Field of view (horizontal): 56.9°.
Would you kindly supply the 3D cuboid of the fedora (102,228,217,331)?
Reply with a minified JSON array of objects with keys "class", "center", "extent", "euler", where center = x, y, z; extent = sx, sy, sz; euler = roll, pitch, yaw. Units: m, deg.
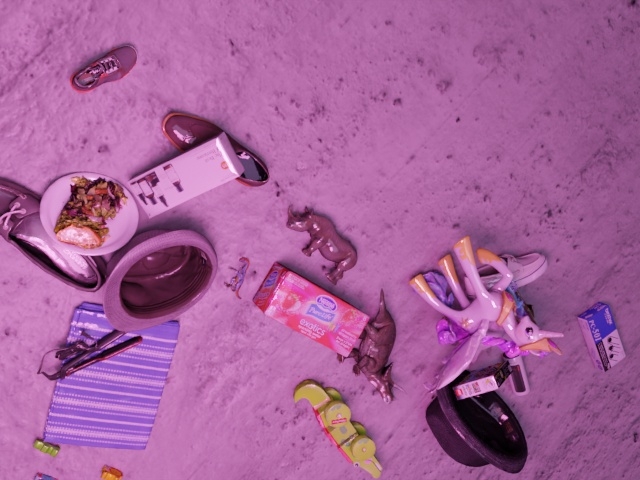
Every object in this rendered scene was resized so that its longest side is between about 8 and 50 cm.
[{"class":"fedora","center":[-0.370,0.065,1.310],"extent":[0.276,0.124,0.243],"euler":[-27,136,-28]}]

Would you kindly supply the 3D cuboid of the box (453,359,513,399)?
[{"class":"box","center":[0.440,0.374,1.591],"extent":[0.114,0.207,0.036],"euler":[-24,80,25]}]

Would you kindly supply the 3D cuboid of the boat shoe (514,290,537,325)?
[{"class":"boat shoe","center":[0.602,0.227,1.744],"extent":[0.095,0.095,0.257],"euler":[-46,111,-14]}]

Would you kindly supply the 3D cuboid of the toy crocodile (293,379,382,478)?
[{"class":"toy crocodile","center":[0.054,0.503,1.575],"extent":[0.105,0.115,0.340],"euler":[-36,107,-6]}]

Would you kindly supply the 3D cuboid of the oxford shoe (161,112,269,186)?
[{"class":"oxford shoe","center":[-0.231,-0.210,1.353],"extent":[0.272,0.098,0.096],"euler":[27,89,-22]}]

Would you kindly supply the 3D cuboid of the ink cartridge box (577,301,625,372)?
[{"class":"ink cartridge box","center":[0.900,0.310,1.893],"extent":[0.097,0.046,0.207],"euler":[-31,108,-14]}]

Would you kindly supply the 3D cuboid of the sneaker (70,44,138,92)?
[{"class":"sneaker","center":[-0.457,-0.364,1.261],"extent":[0.158,0.065,0.061],"euler":[-38,110,-11]}]

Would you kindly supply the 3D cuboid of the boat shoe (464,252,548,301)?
[{"class":"boat shoe","center":[0.530,0.084,1.695],"extent":[0.268,0.096,0.088],"euler":[-22,111,-7]}]

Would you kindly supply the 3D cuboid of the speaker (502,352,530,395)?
[{"class":"speaker","center":[0.593,0.398,1.789],"extent":[0.055,0.055,0.136],"euler":[-23,107,-15]}]

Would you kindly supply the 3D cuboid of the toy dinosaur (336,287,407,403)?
[{"class":"toy dinosaur","center":[0.144,0.276,1.585],"extent":[0.161,0.121,0.313],"euler":[2,93,-36]}]

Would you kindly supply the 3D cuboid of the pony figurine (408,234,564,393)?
[{"class":"pony figurine","center":[0.404,0.210,1.551],"extent":[0.303,0.351,0.363],"euler":[-21,71,-50]}]

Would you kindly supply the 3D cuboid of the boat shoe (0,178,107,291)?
[{"class":"boat shoe","center":[-0.591,-0.011,1.254],"extent":[0.335,0.095,0.112],"euler":[45,82,-21]}]

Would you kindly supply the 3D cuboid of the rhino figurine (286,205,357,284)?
[{"class":"rhino figurine","center":[0.000,0.000,1.490],"extent":[0.106,0.073,0.243],"euler":[-44,109,-4]}]

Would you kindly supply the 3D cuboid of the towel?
[{"class":"towel","center":[-0.488,0.325,1.389],"extent":[0.244,0.040,0.335],"euler":[15,96,-24]}]

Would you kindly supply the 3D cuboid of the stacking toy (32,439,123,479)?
[{"class":"stacking toy","center":[-0.603,0.577,1.378],"extent":[0.221,0.052,0.166],"euler":[34,85,-20]}]

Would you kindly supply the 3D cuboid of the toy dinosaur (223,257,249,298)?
[{"class":"toy dinosaur","center":[-0.201,0.086,1.459],"extent":[0.082,0.047,0.090],"euler":[-48,145,-16]}]

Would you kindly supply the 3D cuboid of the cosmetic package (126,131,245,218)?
[{"class":"cosmetic package","center":[-0.297,-0.142,1.305],"extent":[0.239,0.060,0.098],"euler":[-23,110,15]}]

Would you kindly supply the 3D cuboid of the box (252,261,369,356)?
[{"class":"box","center":[-0.024,0.171,1.480],"extent":[0.257,0.128,0.122],"euler":[31,88,-22]}]

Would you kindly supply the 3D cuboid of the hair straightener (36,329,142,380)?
[{"class":"hair straightener","center":[-0.522,0.237,1.316],"extent":[0.231,0.047,0.088],"euler":[-24,109,-11]}]

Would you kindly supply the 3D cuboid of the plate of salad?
[{"class":"plate of salad","center":[-0.491,-0.064,1.267],"extent":[0.200,0.048,0.199],"euler":[12,61,-22]}]

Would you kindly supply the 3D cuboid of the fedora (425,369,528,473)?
[{"class":"fedora","center":[0.416,0.526,1.666],"extent":[0.334,0.334,0.152],"euler":[28,121,-22]}]
